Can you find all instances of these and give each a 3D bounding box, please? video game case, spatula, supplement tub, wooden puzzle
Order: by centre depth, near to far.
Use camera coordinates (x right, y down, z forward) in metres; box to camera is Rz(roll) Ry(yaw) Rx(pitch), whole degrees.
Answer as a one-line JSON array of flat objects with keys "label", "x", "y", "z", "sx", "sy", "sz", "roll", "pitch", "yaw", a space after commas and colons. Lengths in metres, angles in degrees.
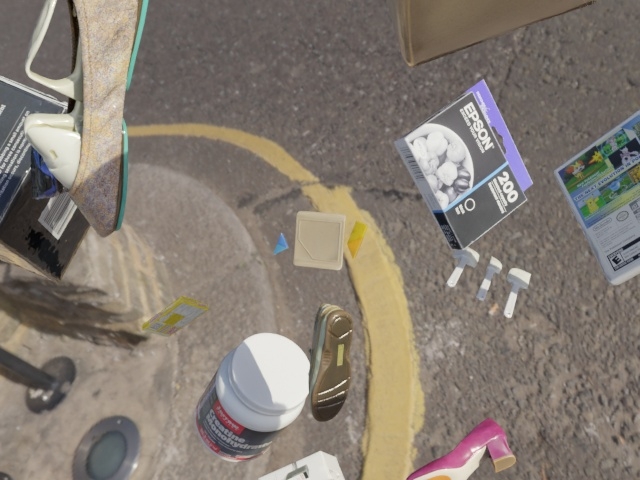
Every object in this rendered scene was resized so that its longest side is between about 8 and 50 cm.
[{"label": "wooden puzzle", "x": 0.000, "y": 0.000, "z": 0.867, "sx": 0.117, "sy": 0.014, "sz": 0.078, "roll": 13, "pitch": 92, "yaw": 19}, {"label": "video game case", "x": 0.666, "y": -0.115, "z": 1.354, "sx": 0.329, "sy": 0.036, "sz": 0.299, "roll": -40, "pitch": 51, "yaw": 36}, {"label": "spatula", "x": 0.340, "y": 0.079, "z": 1.381, "sx": 0.168, "sy": 0.019, "sz": 0.242, "roll": 29, "pitch": 28, "yaw": 12}, {"label": "supplement tub", "x": -0.144, "y": 0.333, "z": 1.414, "sx": 0.272, "sy": 0.191, "sz": 0.191, "roll": 122, "pitch": 152, "yaw": -46}]

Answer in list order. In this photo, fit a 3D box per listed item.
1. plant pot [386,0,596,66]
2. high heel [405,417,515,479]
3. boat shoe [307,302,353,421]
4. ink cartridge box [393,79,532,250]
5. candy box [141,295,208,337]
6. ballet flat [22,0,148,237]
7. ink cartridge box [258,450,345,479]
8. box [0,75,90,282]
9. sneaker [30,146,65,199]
[{"label": "plant pot", "x": 0.071, "y": -0.159, "z": 0.320, "sx": 0.109, "sy": 0.096, "sz": 0.109, "roll": -16, "pitch": 90, "yaw": 16}, {"label": "high heel", "x": 0.287, "y": 0.461, "z": 1.449, "sx": 0.244, "sy": 0.082, "sz": 0.117, "roll": -20, "pitch": 34, "yaw": -1}, {"label": "boat shoe", "x": 0.009, "y": 0.192, "z": 1.076, "sx": 0.072, "sy": 0.068, "sz": 0.189, "roll": 27, "pitch": 110, "yaw": 56}, {"label": "ink cartridge box", "x": 0.245, "y": -0.124, "z": 1.074, "sx": 0.208, "sy": 0.206, "sz": 0.045, "roll": -37, "pitch": 16, "yaw": -20}, {"label": "candy box", "x": -0.459, "y": 0.242, "z": 2.116, "sx": 0.206, "sy": 0.105, "sz": 0.027, "roll": -34, "pitch": 53, "yaw": 28}, {"label": "ballet flat", "x": -0.254, "y": -0.148, "z": 0.704, "sx": 0.107, "sy": 0.106, "sz": 0.315, "roll": 41, "pitch": 125, "yaw": 49}, {"label": "ink cartridge box", "x": -0.034, "y": 0.456, "z": 1.276, "sx": 0.135, "sy": 0.099, "sz": 0.056, "roll": -26, "pitch": 59, "yaw": 7}, {"label": "box", "x": -0.756, "y": -0.164, "z": 1.421, "sx": 0.472, "sy": 0.480, "sz": 0.297, "roll": 24, "pitch": 74, "yaw": 0}, {"label": "sneaker", "x": -0.369, "y": -0.114, "z": 0.997, "sx": 0.087, "sy": 0.083, "sz": 0.221, "roll": 2, "pitch": 20, "yaw": -5}]
